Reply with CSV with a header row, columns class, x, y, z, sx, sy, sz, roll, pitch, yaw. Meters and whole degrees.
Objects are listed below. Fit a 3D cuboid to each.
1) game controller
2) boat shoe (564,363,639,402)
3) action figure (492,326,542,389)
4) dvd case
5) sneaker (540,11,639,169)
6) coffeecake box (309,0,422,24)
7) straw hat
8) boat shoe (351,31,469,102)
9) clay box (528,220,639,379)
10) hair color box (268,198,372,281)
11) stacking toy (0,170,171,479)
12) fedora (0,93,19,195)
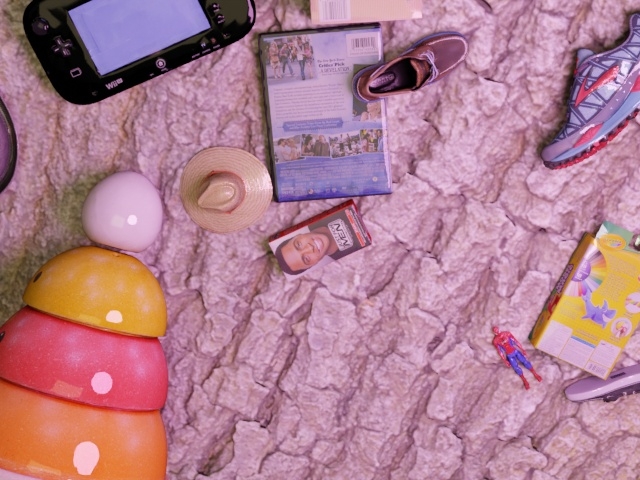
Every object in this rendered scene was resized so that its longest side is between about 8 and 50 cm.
class,x,y,z,sx,sy,sz,roll,pitch,yaw
game controller,-0.256,-0.316,1.312,0.319,0.067,0.166,-22,102,7
boat shoe,0.456,0.233,1.444,0.142,0.049,0.040,-17,103,3
action figure,0.304,0.181,1.445,0.038,0.030,0.115,-35,99,14
dvd case,0.009,-0.186,1.362,0.180,0.022,0.253,-4,104,3
sneaker,0.403,-0.215,1.325,0.262,0.104,0.125,-45,77,11
coffeecake box,0.058,-0.328,1.242,0.142,0.185,0.068,-3,104,2
straw hat,-0.148,-0.070,1.363,0.144,0.061,0.144,2,105,8
boat shoe,0.136,-0.241,1.310,0.183,0.066,0.066,-28,108,-5
clay box,0.427,0.086,1.405,0.127,0.053,0.222,25,102,-5
hair color box,0.000,0.000,1.396,0.141,0.043,0.072,-25,103,8
stacking toy,-0.337,0.131,1.350,0.350,0.350,0.480,15,84,-3
fedora,-0.579,-0.152,1.328,0.244,0.124,0.275,-44,99,10
